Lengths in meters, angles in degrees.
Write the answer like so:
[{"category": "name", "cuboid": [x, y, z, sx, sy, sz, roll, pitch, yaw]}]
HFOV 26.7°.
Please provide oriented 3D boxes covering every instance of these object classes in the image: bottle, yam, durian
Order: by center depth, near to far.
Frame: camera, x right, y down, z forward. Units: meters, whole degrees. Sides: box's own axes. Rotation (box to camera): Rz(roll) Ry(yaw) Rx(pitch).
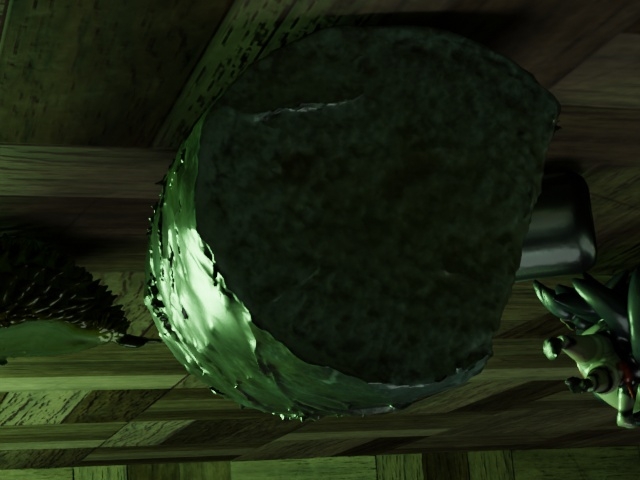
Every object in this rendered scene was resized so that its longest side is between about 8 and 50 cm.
[{"category": "yam", "cuboid": [-0.005, 0.001, 0.806, 0.201, 0.202, 0.271, 19, 164, -3]}, {"category": "bottle", "cuboid": [0.077, -0.002, 1.015, 0.253, 0.079, 0.096, -8, 137, 14]}, {"category": "durian", "cuboid": [-0.241, 0.039, 1.060, 0.220, 0.095, 0.137, 8, -164, -46]}]

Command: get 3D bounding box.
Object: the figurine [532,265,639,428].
[{"category": "figurine", "cuboid": [0.320, 0.104, 1.314, 0.197, 0.175, 0.265, -12, 172, 10]}]
